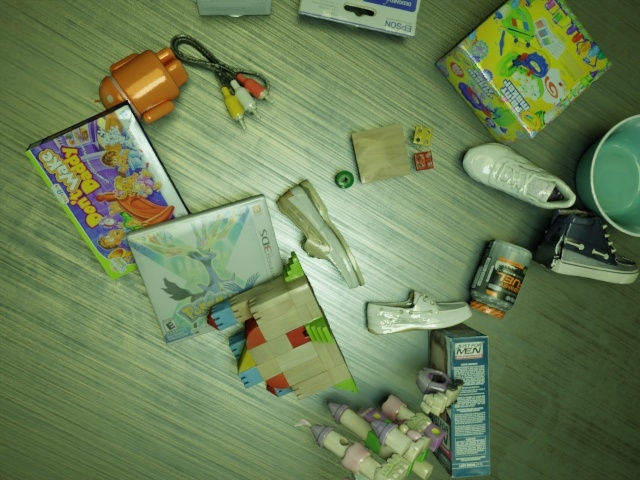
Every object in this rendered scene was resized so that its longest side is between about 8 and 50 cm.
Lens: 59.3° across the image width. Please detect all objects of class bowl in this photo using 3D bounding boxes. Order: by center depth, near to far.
[{"bbox_3d":[0.811,-0.166,1.486,0.312,0.163,0.311,0,92,-7],"label":"bowl"}]

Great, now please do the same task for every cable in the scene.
[{"bbox_3d":[-0.232,-0.414,1.370,0.139,0.072,0.287,-44,97,-9],"label":"cable"}]

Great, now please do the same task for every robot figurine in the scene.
[{"bbox_3d":[-0.420,-0.357,1.317,0.219,0.128,0.158,-35,112,-5],"label":"robot figurine"}]

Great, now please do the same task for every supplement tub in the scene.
[{"bbox_3d":[0.467,0.102,1.472,0.117,0.117,0.190,21,90,-9],"label":"supplement tub"}]

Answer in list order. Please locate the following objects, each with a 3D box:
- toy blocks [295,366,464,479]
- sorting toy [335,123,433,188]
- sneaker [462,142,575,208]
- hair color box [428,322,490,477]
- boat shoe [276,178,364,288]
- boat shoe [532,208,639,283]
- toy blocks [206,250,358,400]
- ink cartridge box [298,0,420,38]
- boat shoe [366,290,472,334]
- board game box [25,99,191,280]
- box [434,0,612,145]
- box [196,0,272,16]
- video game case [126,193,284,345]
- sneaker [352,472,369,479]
[{"bbox_3d":[0.130,0.439,1.338,0.289,0.260,0.308,-16,126,-47],"label":"toy blocks"},{"bbox_3d":[0.161,-0.222,1.448,0.275,0.046,0.132,-13,94,-7],"label":"sorting toy"},{"bbox_3d":[0.518,-0.167,1.447,0.305,0.152,0.114,20,103,-8],"label":"sneaker"},{"bbox_3d":[0.351,0.399,1.440,0.105,0.174,0.347,-1,92,-7],"label":"hair color box"},{"bbox_3d":[0.000,0.000,1.410,0.103,0.113,0.302,-31,86,-4],"label":"boat shoe"},{"bbox_3d":[0.720,0.012,1.459,0.341,0.127,0.158,7,107,-27],"label":"boat shoe"},{"bbox_3d":[-0.102,0.251,1.363,0.261,0.190,0.381,-24,113,0],"label":"toy blocks"},{"bbox_3d":[0.110,-0.682,1.412,0.304,0.072,0.307,9,94,-10],"label":"ink cartridge box"},{"bbox_3d":[0.256,0.178,1.455,0.277,0.098,0.096,-7,94,-7],"label":"boat shoe"},{"bbox_3d":[-0.460,-0.109,1.288,0.233,0.078,0.347,-27,118,-6],"label":"board game box"},{"bbox_3d":[0.505,-0.446,1.422,0.279,0.177,0.290,-41,98,-5],"label":"box"},{"bbox_3d":[-0.209,-0.645,1.339,0.181,0.119,0.181,-4,93,-8],"label":"box"},{"bbox_3d":[-0.256,0.072,1.356,0.329,0.036,0.299,-17,112,-10],"label":"video game case"},{"bbox_3d":[0.107,0.612,1.476,0.152,0.054,0.061,42,89,-8],"label":"sneaker"}]
